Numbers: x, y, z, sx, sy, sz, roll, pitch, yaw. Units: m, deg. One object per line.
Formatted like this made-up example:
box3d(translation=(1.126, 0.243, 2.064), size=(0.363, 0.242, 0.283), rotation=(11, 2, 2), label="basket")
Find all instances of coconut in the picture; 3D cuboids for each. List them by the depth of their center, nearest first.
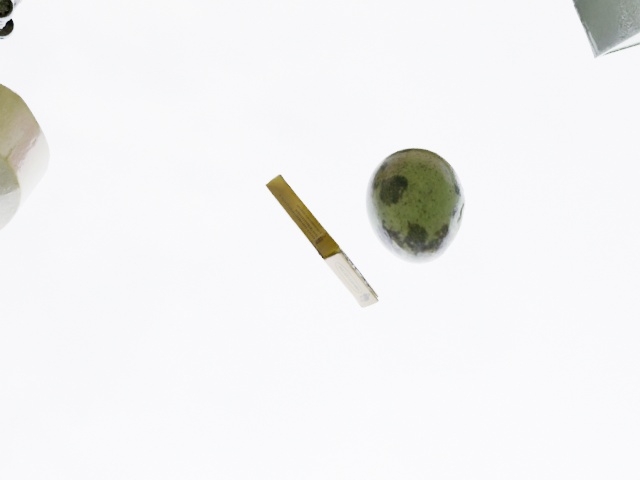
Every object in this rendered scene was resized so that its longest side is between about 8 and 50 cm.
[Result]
box3d(translation=(-0.505, -0.114, 1.603), size=(0.241, 0.241, 0.241), rotation=(3, -147, -2), label="coconut")

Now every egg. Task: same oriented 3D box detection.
box3d(translation=(0.134, -0.048, 1.605), size=(0.141, 0.141, 0.182), rotation=(2, -129, -3), label="egg")

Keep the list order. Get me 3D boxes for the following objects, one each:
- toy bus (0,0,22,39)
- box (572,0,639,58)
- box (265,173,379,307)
box3d(translation=(-0.394, -0.240, 1.255), size=(0.091, 0.079, 0.160), rotation=(30, -105, -9), label="toy bus")
box3d(translation=(0.358, -0.260, 1.078), size=(0.129, 0.086, 0.225), rotation=(-18, 176, -23), label="box")
box3d(translation=(0.000, 0.000, 1.004), size=(0.020, 0.073, 0.149), rotation=(-38, -143, -1), label="box")
